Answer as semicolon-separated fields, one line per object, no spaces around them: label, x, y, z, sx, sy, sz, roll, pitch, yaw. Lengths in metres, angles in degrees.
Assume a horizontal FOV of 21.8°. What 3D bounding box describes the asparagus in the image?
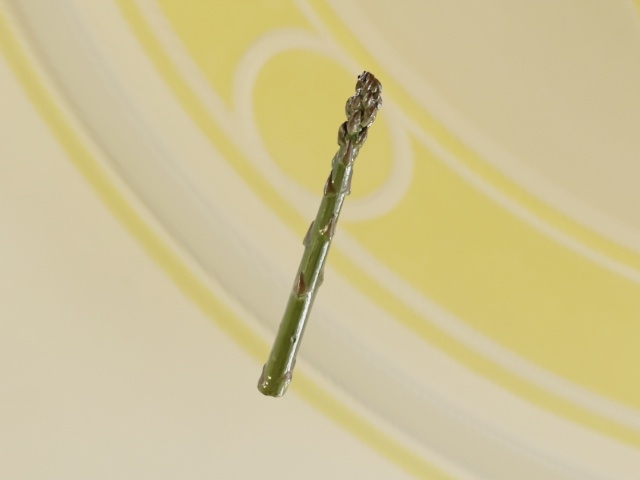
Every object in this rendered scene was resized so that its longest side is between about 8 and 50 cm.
asparagus;0.000;0.000;1.061;0.024;0.248;0.025;-7;-142;-37
